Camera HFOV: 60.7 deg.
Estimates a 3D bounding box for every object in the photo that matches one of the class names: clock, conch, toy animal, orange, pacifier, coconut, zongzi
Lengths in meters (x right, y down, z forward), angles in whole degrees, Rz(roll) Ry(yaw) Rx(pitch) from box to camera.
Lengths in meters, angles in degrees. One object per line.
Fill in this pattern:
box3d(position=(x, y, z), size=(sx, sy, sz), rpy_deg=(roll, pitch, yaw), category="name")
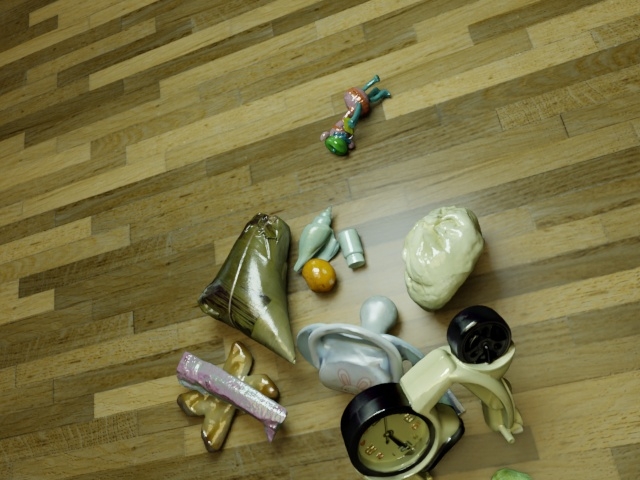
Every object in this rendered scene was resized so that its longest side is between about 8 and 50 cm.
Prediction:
box3d(position=(0.222, 0.311, 1.002), size=(0.379, 0.276, 0.120), rpy_deg=(-39, 25, 8), category="clock")
box3d(position=(-0.004, -0.002, 1.287), size=(0.180, 0.088, 0.065), rpy_deg=(-65, 22, -2), category="conch")
box3d(position=(0.086, -0.308, 1.331), size=(0.100, 0.103, 0.208), rpy_deg=(41, 84, -18), category="toy animal")
box3d(position=(-0.001, 0.080, 1.239), size=(0.070, 0.083, 0.083), rpy_deg=(-32, 64, -11), category="orange")
box3d(position=(0.095, 0.200, 1.117), size=(0.287, 0.238, 0.226), rpy_deg=(2, 43, 24), category="pacifier")
box3d(position=(0.345, 0.458, 0.991), size=(0.096, 0.088, 0.087), rpy_deg=(-17, 68, 6), category="coconut")
box3d(position=(-0.097, 0.095, 1.218), size=(0.300, 0.145, 0.274), rpy_deg=(24, 80, 36), category="zongzi")

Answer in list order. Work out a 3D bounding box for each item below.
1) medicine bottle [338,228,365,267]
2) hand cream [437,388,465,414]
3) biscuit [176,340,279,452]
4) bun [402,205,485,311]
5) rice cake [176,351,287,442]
box3d(position=(0.072, 0.018, 1.254), size=(0.047, 0.047, 0.083), rpy_deg=(-20, 68, 12), category="medicine bottle")
box3d(position=(0.170, 0.371, 1.103), size=(0.235, 0.055, 0.086), rpy_deg=(-33, 67, -2), category="hand cream")
box3d(position=(-0.212, 0.352, 1.241), size=(0.208, 0.047, 0.164), rpy_deg=(-43, 67, 0), category="biscuit")
box3d(position=(0.236, 0.025, 1.097), size=(0.145, 0.229, 0.229), rpy_deg=(38, 87, 4), category="bun")
box3d(position=(-0.200, 0.335, 1.189), size=(0.290, 0.051, 0.081), rpy_deg=(25, 80, 22), category="rice cake")
